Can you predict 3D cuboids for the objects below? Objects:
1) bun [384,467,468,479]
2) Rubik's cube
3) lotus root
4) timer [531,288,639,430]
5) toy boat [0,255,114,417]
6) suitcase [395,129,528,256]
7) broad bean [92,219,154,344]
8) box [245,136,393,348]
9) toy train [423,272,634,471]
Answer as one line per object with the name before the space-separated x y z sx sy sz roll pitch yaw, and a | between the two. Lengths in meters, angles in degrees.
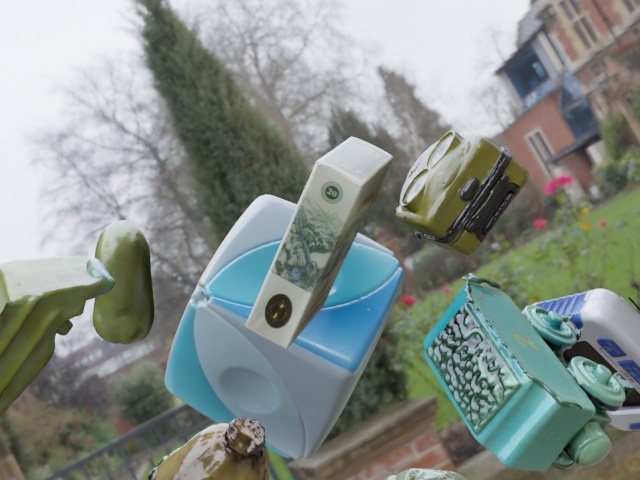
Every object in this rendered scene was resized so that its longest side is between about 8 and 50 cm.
bun | 0.167 0.434 1.468 0.195 0.118 0.195 -11 39 9
Rubik's cube | -0.071 0.168 1.851 0.347 0.352 0.352 -61 0 -45
lotus root | -0.157 0.343 1.290 0.257 0.154 0.140 -59 -4 31
timer | 0.425 0.171 1.359 0.078 0.253 0.178 -55 17 -28
toy boat | -0.325 0.113 0.919 0.276 0.084 0.111 -48 38 -2
suitcase | 0.228 -0.087 1.623 0.194 0.143 0.235 -55 12 -1
broad bean | -0.260 0.059 1.264 0.082 0.174 0.124 7 22 -5
box | 0.000 0.000 1.268 0.256 0.069 0.164 -66 -9 24
toy train | 0.202 0.137 0.954 0.163 0.203 0.112 15 -63 -35
